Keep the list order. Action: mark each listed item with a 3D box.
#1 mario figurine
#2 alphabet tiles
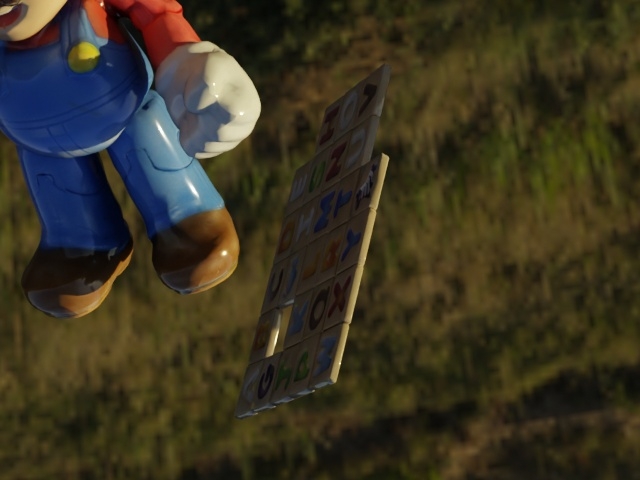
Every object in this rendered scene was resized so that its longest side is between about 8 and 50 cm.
[{"bbox_3d":[-0.162,-0.094,1.037,0.198,0.170,0.320,-30,120,-15],"label":"mario figurine"},{"bbox_3d":[0.000,0.000,1.329,0.009,0.237,0.198,18,162,-16],"label":"alphabet tiles"}]
